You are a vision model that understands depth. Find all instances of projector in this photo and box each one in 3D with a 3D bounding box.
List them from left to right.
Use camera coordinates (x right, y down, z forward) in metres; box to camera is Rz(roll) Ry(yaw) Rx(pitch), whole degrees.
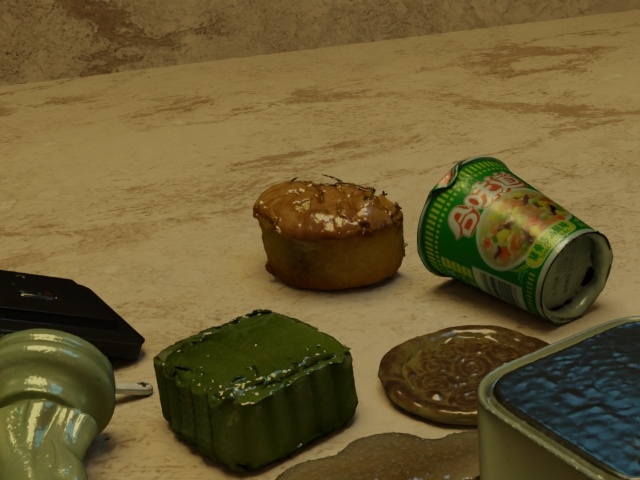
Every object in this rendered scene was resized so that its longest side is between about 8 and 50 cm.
[{"bbox_3d":[0.293,0.241,1.021,0.248,0.249,0.248,-17,25,-26],"label":"projector"}]

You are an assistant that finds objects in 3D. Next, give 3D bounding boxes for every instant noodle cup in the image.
[{"bbox_3d":[0.288,0.008,1.661,0.207,0.207,0.232,-19,35,-30],"label":"instant noodle cup"}]

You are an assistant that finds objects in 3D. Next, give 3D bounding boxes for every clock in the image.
[{"bbox_3d":[-0.419,0.093,1.638,0.278,0.049,0.273,10,11,-36],"label":"clock"}]

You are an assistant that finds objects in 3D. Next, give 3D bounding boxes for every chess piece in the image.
[{"bbox_3d":[-0.334,0.252,1.290,0.175,0.176,0.298,-4,36,2],"label":"chess piece"}]

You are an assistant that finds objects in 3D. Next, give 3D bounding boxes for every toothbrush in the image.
[{"bbox_3d":[-0.357,0.179,1.456,0.303,0.030,0.030,8,16,-28],"label":"toothbrush"}]

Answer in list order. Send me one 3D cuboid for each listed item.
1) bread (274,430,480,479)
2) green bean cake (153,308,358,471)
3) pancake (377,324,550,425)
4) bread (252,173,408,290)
[{"bbox_3d":[0.054,0.276,1.176,0.337,0.102,0.183,-17,26,-29],"label":"bread"},{"bbox_3d":[-0.082,0.178,1.417,0.214,0.113,0.200,-22,29,-34],"label":"green bean cake"},{"bbox_3d":[0.202,0.170,1.483,0.250,0.031,0.250,-5,22,2],"label":"pancake"},{"bbox_3d":[-0.004,-0.003,1.786,0.260,0.160,0.147,11,36,26],"label":"bread"}]
